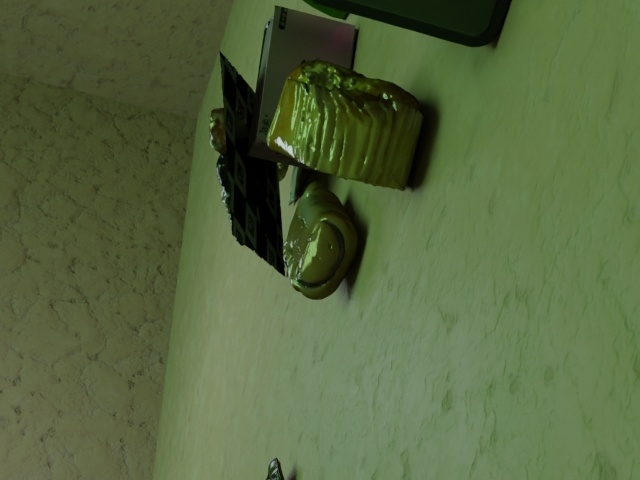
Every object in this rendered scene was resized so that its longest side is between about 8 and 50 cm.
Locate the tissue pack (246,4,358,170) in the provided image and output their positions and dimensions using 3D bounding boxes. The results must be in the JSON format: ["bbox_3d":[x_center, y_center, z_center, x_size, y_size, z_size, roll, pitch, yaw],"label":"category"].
[{"bbox_3d":[-0.030,-0.253,1.883,0.092,0.149,0.246,138,141,-68],"label":"tissue pack"}]

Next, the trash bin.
[{"bbox_3d":[0.079,-0.344,1.320,0.343,0.223,0.158,-114,39,-72],"label":"trash bin"}]

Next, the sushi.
[{"bbox_3d":[-0.144,-0.115,1.935,0.339,0.069,0.320,44,-140,-72],"label":"sushi"}]

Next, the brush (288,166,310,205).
[{"bbox_3d":[-0.022,-0.132,2.039,0.218,0.010,0.082,135,146,-66],"label":"brush"}]

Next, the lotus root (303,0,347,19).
[{"bbox_3d":[-0.013,-0.501,1.998,0.186,0.186,0.186,-167,90,-78],"label":"lotus root"}]

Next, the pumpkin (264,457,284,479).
[{"bbox_3d":[-0.064,0.379,1.671,0.101,0.035,0.073,119,148,-43],"label":"pumpkin"}]

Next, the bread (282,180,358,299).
[{"bbox_3d":[0.000,0.000,1.646,0.225,0.081,0.134,-109,39,-70],"label":"bread"}]

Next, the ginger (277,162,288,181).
[{"bbox_3d":[-0.067,-0.247,2.230,0.118,0.065,0.298,123,160,-44],"label":"ginger"}]

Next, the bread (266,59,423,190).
[{"bbox_3d":[0.031,-0.150,1.436,0.250,0.179,0.133,-133,61,-75],"label":"bread"}]
